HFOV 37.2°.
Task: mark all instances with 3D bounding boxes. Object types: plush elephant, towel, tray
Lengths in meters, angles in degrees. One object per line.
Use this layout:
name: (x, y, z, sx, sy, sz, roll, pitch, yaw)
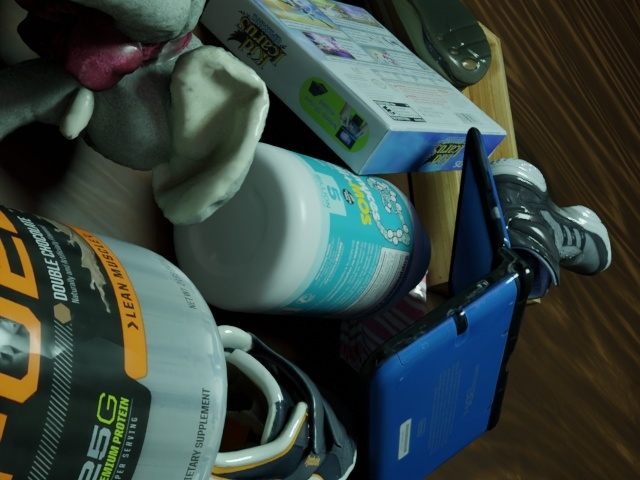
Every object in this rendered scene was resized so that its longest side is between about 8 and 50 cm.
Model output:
plush elephant: (-0.164, -0.157, 0.671, 0.330, 0.272, 0.255, -6, 120, -25)
towel: (0.079, 0.077, 1.078, 0.144, 0.029, 0.197, 39, 46, -41)
tray: (0.196, -0.121, 1.299, 0.203, 0.076, 0.410, 20, 61, -51)

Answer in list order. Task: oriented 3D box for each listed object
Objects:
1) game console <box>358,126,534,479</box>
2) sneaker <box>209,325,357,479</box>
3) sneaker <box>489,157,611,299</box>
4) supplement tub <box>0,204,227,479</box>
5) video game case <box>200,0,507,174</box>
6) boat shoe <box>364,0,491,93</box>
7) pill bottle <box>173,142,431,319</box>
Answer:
game console: (0.099, 0.082, 0.931, 0.250, 0.173, 0.293, -31, 147, -19)
sneaker: (-0.045, 0.142, 0.739, 0.126, 0.127, 0.321, 39, 19, 22)
sneaker: (0.284, 0.018, 1.213, 0.269, 0.101, 0.153, 33, 50, -36)
supplement tub: (-0.227, 0.069, 0.477, 0.338, 0.207, 0.207, 20, 59, -50)
video game case: (0.043, -0.169, 1.004, 0.244, 0.061, 0.269, 47, 27, 21)
boat shoe: (0.100, -0.304, 1.207, 0.123, 0.120, 0.324, 1, 59, -32)
pill bottle: (0.000, 0.000, 0.893, 0.264, 0.146, 0.146, 10, 67, -54)
